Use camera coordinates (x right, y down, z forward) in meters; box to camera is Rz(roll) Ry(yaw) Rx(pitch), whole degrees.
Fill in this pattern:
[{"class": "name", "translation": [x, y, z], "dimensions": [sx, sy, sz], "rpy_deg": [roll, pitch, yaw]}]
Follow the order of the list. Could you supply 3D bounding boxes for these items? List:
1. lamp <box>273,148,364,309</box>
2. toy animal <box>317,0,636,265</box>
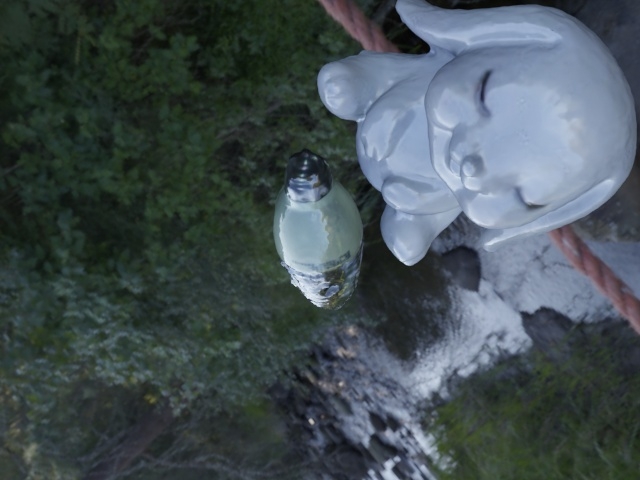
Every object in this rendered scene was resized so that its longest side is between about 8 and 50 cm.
[{"class": "lamp", "translation": [0.000, 0.000, 0.803], "dimensions": [0.101, 0.101, 0.250], "rpy_deg": [42, 160, 32]}, {"class": "toy animal", "translation": [0.153, -0.108, 0.658], "dimensions": [0.265, 0.206, 0.272], "rpy_deg": [-4, 114, 61]}]
